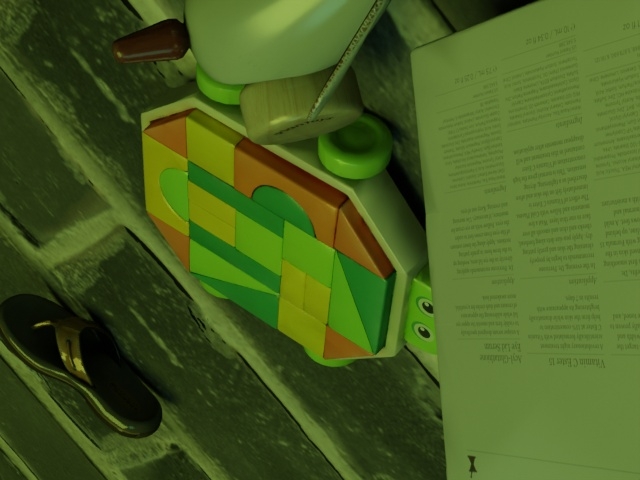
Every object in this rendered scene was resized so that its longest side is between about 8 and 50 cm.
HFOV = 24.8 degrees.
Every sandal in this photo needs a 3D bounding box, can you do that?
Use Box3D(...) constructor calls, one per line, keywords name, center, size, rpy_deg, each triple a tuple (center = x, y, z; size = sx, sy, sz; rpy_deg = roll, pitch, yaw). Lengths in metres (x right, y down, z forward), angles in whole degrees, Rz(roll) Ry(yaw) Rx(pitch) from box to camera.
Box3D(name="sandal", center=(-0.258, 0.129, 1.593), size=(0.219, 0.090, 0.060), rpy_deg=(42, 131, 8))

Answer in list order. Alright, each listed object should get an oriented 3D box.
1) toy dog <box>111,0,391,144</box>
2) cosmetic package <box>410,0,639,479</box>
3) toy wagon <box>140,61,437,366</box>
Box3D(name="toy dog", center=(-0.024, -0.162, 0.871), size=(0.220, 0.161, 0.333), rpy_deg=(63, 153, 22))
Box3D(name="cosmetic package", center=(0.182, 0.006, 0.759), size=(0.377, 0.097, 0.284), rpy_deg=(172, 96, -66))
Box3D(name="toy wagon", center=(0.000, 0.000, 1.172), size=(0.344, 0.068, 0.267), rpy_deg=(32, 146, 21))
